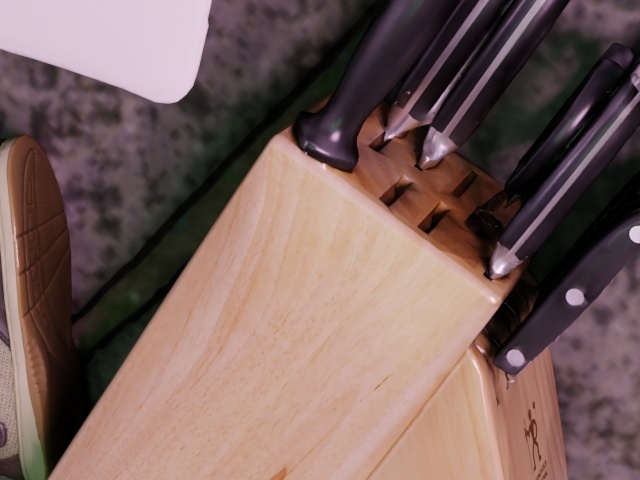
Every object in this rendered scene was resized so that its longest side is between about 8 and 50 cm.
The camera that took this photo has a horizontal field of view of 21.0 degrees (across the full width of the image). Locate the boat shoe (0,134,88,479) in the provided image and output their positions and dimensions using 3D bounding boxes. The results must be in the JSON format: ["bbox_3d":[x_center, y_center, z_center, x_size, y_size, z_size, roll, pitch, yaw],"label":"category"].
[{"bbox_3d":[-0.128,0.032,0.694,0.049,0.056,0.152,2,109,14],"label":"boat shoe"}]

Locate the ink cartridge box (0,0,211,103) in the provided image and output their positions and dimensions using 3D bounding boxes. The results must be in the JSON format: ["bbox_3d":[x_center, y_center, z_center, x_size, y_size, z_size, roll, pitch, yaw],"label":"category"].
[{"bbox_3d":[-0.072,-0.244,0.544,0.207,0.119,0.353,20,112,12],"label":"ink cartridge box"}]

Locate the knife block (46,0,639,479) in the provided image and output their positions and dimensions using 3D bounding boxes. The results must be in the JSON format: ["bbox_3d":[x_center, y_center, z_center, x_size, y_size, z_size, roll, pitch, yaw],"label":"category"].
[{"bbox_3d":[0.000,0.000,0.619,0.275,0.088,0.242,-6,105,22],"label":"knife block"}]
